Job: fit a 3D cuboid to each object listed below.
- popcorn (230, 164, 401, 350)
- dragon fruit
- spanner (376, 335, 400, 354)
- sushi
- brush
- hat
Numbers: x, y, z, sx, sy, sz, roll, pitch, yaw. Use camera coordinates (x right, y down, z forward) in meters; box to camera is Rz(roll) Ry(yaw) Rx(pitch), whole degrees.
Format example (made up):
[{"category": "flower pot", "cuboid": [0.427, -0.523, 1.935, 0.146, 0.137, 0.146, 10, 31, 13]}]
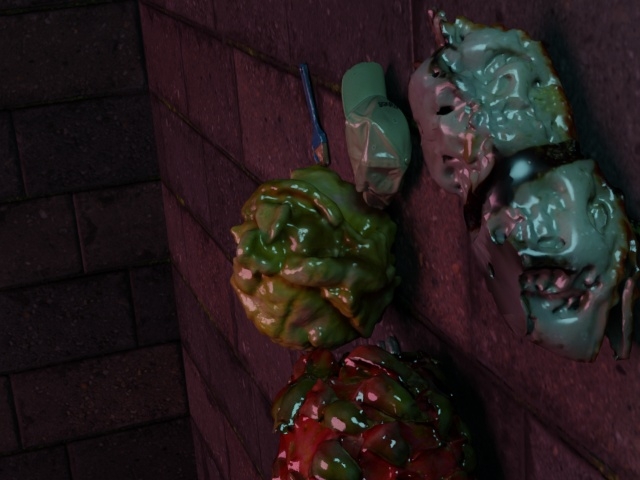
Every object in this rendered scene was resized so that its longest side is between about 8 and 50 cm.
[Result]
[{"category": "popcorn", "cuboid": [-0.003, 0.029, 1.446, 0.259, 0.212, 0.259, 22, -90, -79]}, {"category": "dragon fruit", "cuboid": [0.060, 0.252, 1.337, 0.237, 0.231, 0.303, 89, 161, -45]}, {"category": "spanner", "cuboid": [0.128, 0.267, 1.491, 0.071, 0.017, 0.302, 116, 140, -62]}, {"category": "sushi", "cuboid": [0.171, -0.048, 0.963, 0.124, 0.130, 0.332, 112, 143, -61]}, {"category": "brush", "cuboid": [-0.012, -0.189, 1.689, 0.051, 0.014, 0.164, 147, 112, -71]}, {"category": "hat", "cuboid": [0.076, -0.132, 1.364, 0.122, 0.081, 0.166, 31, -125, -59]}]
